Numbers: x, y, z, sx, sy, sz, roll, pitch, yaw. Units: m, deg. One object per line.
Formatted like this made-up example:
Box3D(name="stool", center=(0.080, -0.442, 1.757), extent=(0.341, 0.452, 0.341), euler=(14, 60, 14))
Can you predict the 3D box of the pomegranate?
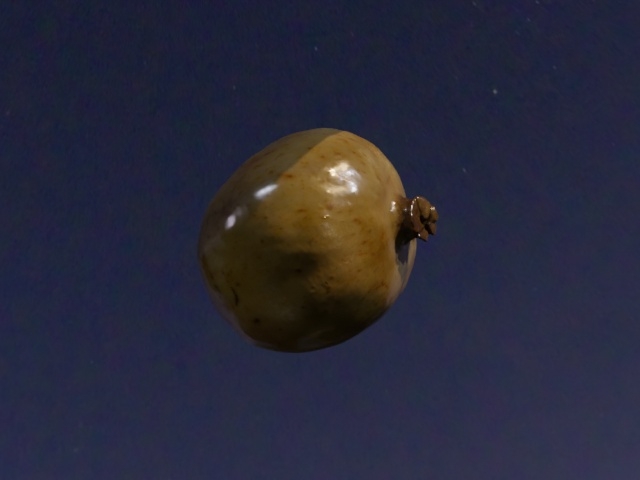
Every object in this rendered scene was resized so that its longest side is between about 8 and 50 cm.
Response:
Box3D(name="pomegranate", center=(0.000, 0.000, 0.718), extent=(0.196, 0.196, 0.196), euler=(-4, -57, -7))
